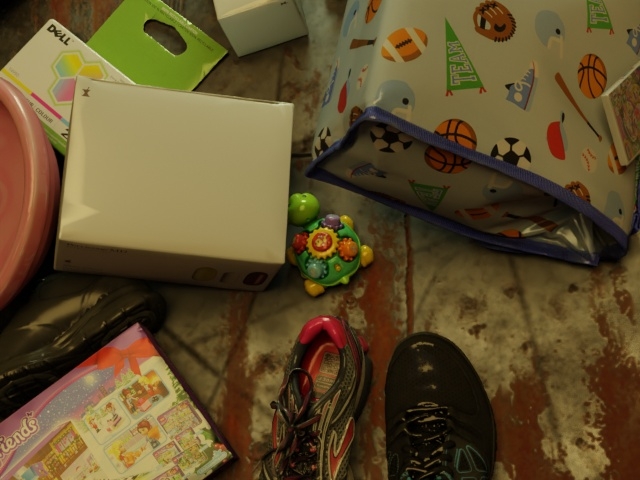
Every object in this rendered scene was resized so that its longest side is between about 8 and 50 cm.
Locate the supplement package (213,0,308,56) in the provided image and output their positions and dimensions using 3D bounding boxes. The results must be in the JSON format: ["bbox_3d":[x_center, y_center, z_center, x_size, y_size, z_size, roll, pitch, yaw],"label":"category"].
[{"bbox_3d":[-0.093,-0.356,1.735,0.105,0.105,0.179,-17,66,5],"label":"supplement package"}]

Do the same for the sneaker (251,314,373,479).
[{"bbox_3d":[-0.020,0.230,1.489,0.120,0.112,0.299,4,71,14],"label":"sneaker"}]

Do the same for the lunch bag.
[{"bbox_3d":[0.211,-0.175,1.518,0.385,0.239,0.328,18,70,-16],"label":"lunch bag"}]

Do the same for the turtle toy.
[{"bbox_3d":[0.000,0.000,1.597,0.095,0.066,0.130,-32,66,-1],"label":"turtle toy"}]

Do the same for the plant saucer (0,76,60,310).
[{"bbox_3d":[-0.441,-0.045,1.649,0.332,0.084,0.332,-8,77,37],"label":"plant saucer"}]

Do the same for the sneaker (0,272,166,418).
[{"bbox_3d":[-0.336,0.116,1.619,0.286,0.109,0.130,-30,59,-10],"label":"sneaker"}]

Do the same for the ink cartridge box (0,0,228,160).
[{"bbox_3d":[-0.282,-0.226,1.731,0.189,0.097,0.255,38,82,23],"label":"ink cartridge box"}]

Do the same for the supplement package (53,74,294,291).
[{"bbox_3d":[-0.176,-0.063,1.562,0.261,0.145,0.204,6,72,-11],"label":"supplement package"}]

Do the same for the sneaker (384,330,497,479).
[{"bbox_3d":[0.133,0.253,1.431,0.125,0.140,0.341,-11,66,10],"label":"sneaker"}]

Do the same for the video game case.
[{"bbox_3d":[0.360,-0.150,1.489,0.011,0.087,0.122,-4,26,41],"label":"video game case"}]

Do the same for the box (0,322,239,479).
[{"bbox_3d":[-0.272,0.264,1.544,0.293,0.057,0.201,-36,78,-3],"label":"box"}]
